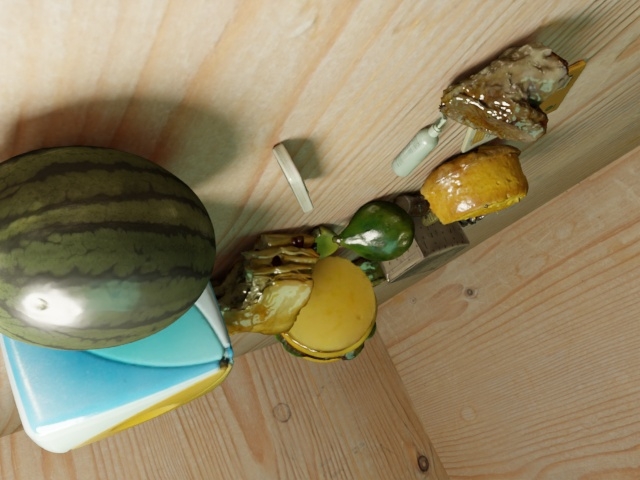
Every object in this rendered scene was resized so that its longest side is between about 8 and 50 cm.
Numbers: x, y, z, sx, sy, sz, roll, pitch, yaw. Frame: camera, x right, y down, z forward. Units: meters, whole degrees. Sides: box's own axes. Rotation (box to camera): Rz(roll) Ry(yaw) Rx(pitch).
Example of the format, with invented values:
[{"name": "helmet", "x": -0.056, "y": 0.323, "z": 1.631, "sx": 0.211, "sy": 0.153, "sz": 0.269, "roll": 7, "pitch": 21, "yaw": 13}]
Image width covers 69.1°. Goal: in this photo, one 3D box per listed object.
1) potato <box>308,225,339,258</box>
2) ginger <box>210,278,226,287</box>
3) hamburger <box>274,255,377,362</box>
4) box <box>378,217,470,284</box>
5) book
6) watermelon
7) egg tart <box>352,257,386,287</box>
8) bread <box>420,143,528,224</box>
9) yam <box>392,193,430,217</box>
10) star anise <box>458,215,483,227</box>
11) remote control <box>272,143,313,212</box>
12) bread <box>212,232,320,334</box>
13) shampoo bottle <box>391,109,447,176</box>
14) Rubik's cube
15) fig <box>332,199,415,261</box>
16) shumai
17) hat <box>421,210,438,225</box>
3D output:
[{"name": "potato", "x": 0.000, "y": 0.000, "z": 1.457, "sx": 0.119, "sy": 0.054, "sz": 0.198, "roll": -28, "pitch": 159, "yaw": 10}, {"name": "ginger", "x": -0.301, "y": 0.157, "z": 1.429, "sx": 0.193, "sy": 0.115, "sz": 0.122, "roll": -33, "pitch": 149, "yaw": -12}, {"name": "hamburger", "x": 0.026, "y": 0.259, "z": 1.730, "sx": 0.395, "sy": 0.396, "sz": 0.277, "roll": -22, "pitch": 162, "yaw": -10}, {"name": "box", "x": 0.381, "y": 0.013, "z": 1.804, "sx": 0.297, "sy": 0.190, "sz": 0.225, "roll": -13, "pitch": 159, "yaw": -39}, {"name": "book", "x": 0.519, "y": -0.341, "z": 1.215, "sx": 0.295, "sy": 0.020, "sz": 0.208, "roll": -25, "pitch": 163, "yaw": 0}, {"name": "watermelon", "x": -0.314, "y": 0.010, "z": 0.640, "sx": 0.279, "sy": 0.279, "sz": 0.359, "roll": -35, "pitch": 162, "yaw": 30}, {"name": "egg tart", "x": 0.207, "y": 0.162, "z": 2.122, "sx": 0.315, "sy": 0.120, "sz": 0.315, "roll": -23, "pitch": 164, "yaw": -7}, {"name": "bread", "x": 0.478, "y": -0.171, "z": 1.349, "sx": 0.340, "sy": 0.194, "sz": 0.179, "roll": -14, "pitch": 174, "yaw": -23}, {"name": "yam", "x": 0.298, "y": -0.113, "z": 1.502, "sx": 0.141, "sy": 0.079, "sz": 0.079, "roll": -7, "pitch": 156, "yaw": -44}, {"name": "star anise", "x": 0.614, "y": -0.111, "z": 1.943, "sx": 0.236, "sy": 0.093, "sz": 0.229, "roll": -20, "pitch": 168, "yaw": -5}, {"name": "remote control", "x": -0.053, "y": -0.124, "z": 0.944, "sx": 0.029, "sy": 0.087, "sz": 0.190, "roll": -29, "pitch": 162, "yaw": -1}, {"name": "bread", "x": -0.175, "y": 0.148, "z": 1.298, "sx": 0.370, "sy": 0.191, "sz": 0.314, "roll": -10, "pitch": 140, "yaw": -34}, {"name": "shampoo bottle", "x": 0.240, "y": -0.226, "z": 1.107, "sx": 0.056, "sy": 0.056, "sz": 0.195, "roll": -15, "pitch": 161, "yaw": -31}, {"name": "Rubik's cube", "x": -0.396, "y": 0.180, "z": 0.918, "sx": 0.347, "sy": 0.351, "sz": 0.352, "roll": -17, "pitch": 164, "yaw": -25}, {"name": "fig", "x": 0.157, "y": -0.015, "z": 1.397, "sx": 0.245, "sy": 0.195, "sz": 0.195, "roll": -21, "pitch": 163, "yaw": -24}, {"name": "shumai", "x": 0.372, "y": -0.315, "z": 0.939, "sx": 0.184, "sy": 0.218, "sz": 0.185, "roll": 1, "pitch": 109, "yaw": -77}, {"name": "hat", "x": 0.378, "y": -0.128, "z": 1.604, "sx": 0.146, "sy": 0.067, "sz": 0.146, "roll": -49, "pitch": -165, "yaw": 18}]
